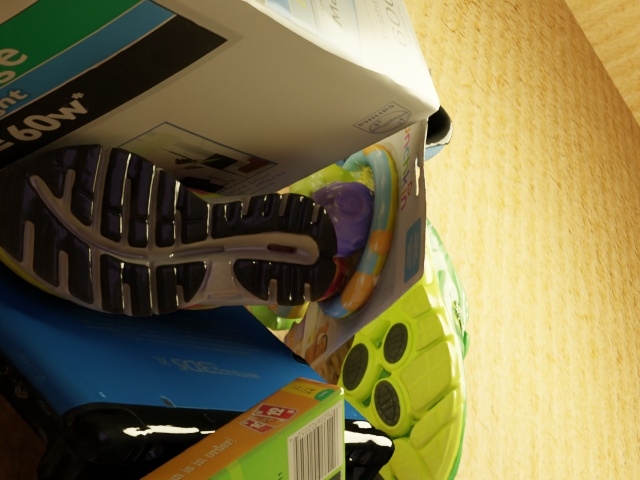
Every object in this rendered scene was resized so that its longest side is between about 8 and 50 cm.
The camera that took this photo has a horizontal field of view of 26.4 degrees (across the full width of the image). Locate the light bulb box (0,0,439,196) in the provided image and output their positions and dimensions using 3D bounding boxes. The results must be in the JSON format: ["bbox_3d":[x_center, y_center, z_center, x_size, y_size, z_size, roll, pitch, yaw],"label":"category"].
[{"bbox_3d":[-0.154,-0.213,0.722,0.361,0.225,0.358,16,52,-61],"label":"light bulb box"}]

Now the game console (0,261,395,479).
[{"bbox_3d":[-0.099,0.142,0.732,0.250,0.173,0.293,40,11,28],"label":"game console"}]

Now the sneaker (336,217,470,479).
[{"bbox_3d":[0.078,0.085,1.052,0.123,0.109,0.295,45,32,-37],"label":"sneaker"}]

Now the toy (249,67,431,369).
[{"bbox_3d":[0.000,0.000,0.870,0.056,0.237,0.137,10,64,-15],"label":"toy"}]

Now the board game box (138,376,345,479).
[{"bbox_3d":[-0.066,0.164,0.602,0.259,0.039,0.124,-29,123,-56],"label":"board game box"}]

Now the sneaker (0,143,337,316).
[{"bbox_3d":[-0.094,0.004,0.720,0.208,0.094,0.081,13,79,-41],"label":"sneaker"}]

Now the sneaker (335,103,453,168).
[{"bbox_3d":[-0.005,-0.138,1.056,0.330,0.147,0.129,30,41,-51],"label":"sneaker"}]
